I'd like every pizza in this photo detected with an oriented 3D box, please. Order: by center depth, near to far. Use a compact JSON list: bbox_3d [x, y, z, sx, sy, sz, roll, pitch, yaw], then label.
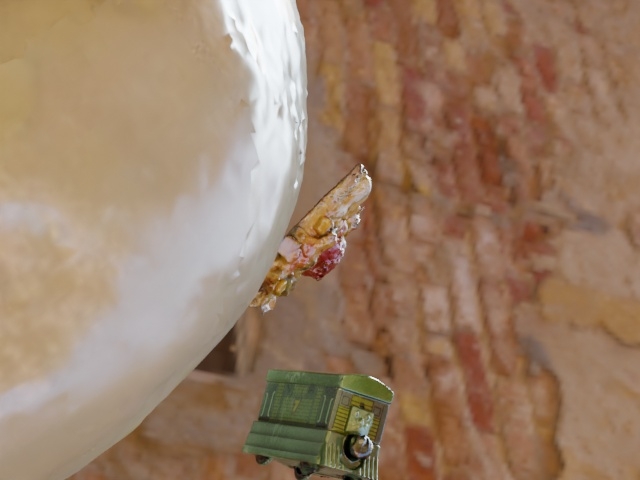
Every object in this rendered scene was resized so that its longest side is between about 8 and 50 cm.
[{"bbox_3d":[0.000,0.001,0.667,0.078,0.025,0.083,-47,176,29],"label":"pizza"}]

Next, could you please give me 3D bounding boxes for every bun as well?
[{"bbox_3d":[-0.167,-0.044,0.520,0.234,0.326,0.362,64,33,-41],"label":"bun"}]

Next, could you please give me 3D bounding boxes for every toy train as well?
[{"bbox_3d":[0.000,0.094,0.757,0.093,0.038,0.056,-4,-113,59],"label":"toy train"}]
